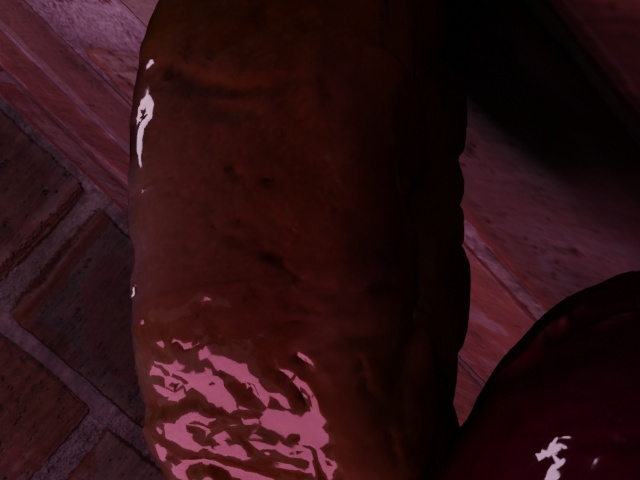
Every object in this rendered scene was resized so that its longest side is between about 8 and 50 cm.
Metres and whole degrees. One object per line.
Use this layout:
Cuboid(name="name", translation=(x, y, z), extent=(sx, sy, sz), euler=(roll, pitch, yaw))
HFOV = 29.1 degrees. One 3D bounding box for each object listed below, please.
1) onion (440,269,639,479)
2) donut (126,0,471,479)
Cuboid(name="onion", translation=(0.238, 0.143, 0.532), extent=(0.348, 0.348, 0.385), euler=(42, 134, -5))
Cuboid(name="donut", translation=(0.000, 0.000, 0.661), extent=(0.150, 0.317, 0.299), euler=(0, 142, 10))
